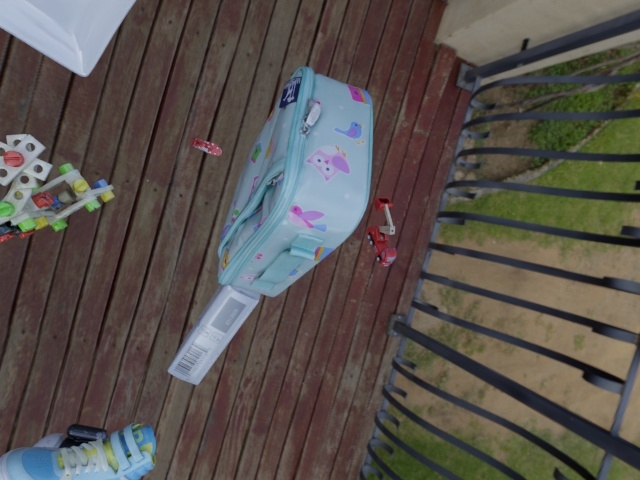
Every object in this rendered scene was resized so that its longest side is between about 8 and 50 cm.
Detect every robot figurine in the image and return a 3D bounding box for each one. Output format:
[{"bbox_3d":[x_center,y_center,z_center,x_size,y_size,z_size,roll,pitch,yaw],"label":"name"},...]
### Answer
[{"bbox_3d":[-0.694,0.655,1.232,0.279,0.173,0.209,20,47,-10],"label":"robot figurine"}]

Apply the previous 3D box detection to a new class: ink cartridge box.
[{"bbox_3d":[-0.242,0.140,1.149,0.091,0.385,0.308,31,113,-13],"label":"ink cartridge box"}]

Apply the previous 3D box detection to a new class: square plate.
[{"bbox_3d":[-0.464,-0.479,0.677,0.344,0.347,0.049,31,42,-36],"label":"square plate"}]

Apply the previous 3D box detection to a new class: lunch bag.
[{"bbox_3d":[-0.042,-0.057,0.536,0.108,0.279,0.223,20,57,-17],"label":"lunch bag"}]

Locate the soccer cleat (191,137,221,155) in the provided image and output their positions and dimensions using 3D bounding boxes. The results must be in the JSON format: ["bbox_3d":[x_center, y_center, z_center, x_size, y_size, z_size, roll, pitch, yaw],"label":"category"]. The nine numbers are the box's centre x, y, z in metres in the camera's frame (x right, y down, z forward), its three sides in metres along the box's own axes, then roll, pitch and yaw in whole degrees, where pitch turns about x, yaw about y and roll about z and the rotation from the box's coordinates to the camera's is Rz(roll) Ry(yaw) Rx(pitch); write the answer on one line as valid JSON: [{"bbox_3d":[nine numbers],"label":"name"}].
[{"bbox_3d":[-0.279,-0.231,1.069,0.084,0.035,0.029,20,95,9],"label":"soccer cleat"}]

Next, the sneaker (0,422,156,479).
[{"bbox_3d":[-0.487,0.459,0.927,0.208,0.127,0.319,-36,143,-4],"label":"sneaker"}]

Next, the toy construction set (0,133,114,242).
[{"bbox_3d":[-0.594,-0.098,0.926,0.215,0.327,0.151,-30,87,-10],"label":"toy construction set"}]

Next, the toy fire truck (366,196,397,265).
[{"bbox_3d":[0.204,-0.030,1.390,0.047,0.135,0.191,-5,59,-26],"label":"toy fire truck"}]
